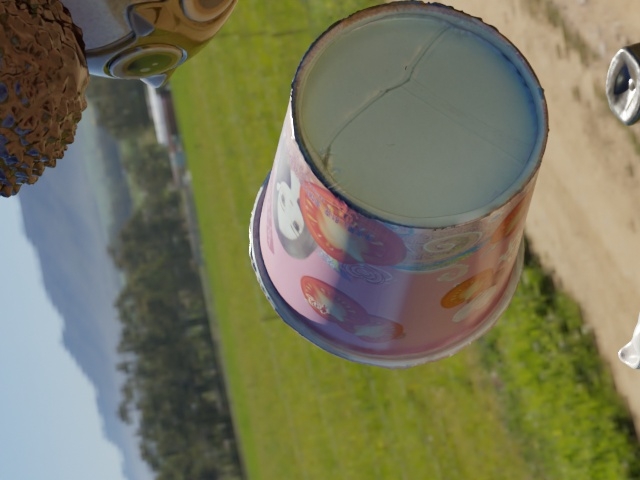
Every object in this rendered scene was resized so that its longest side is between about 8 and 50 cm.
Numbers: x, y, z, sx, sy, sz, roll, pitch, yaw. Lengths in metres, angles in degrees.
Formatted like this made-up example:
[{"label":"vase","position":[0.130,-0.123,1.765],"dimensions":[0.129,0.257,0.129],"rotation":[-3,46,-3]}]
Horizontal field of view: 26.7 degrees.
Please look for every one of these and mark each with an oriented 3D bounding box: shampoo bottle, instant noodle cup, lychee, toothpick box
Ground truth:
[{"label":"shampoo bottle","position":[0.559,-0.243,1.828],"dimensions":[0.126,0.350,0.084],"rotation":[96,153,-49]},{"label":"instant noodle cup","position":[0.067,-0.048,1.075],"dimensions":[0.231,0.242,0.243],"rotation":[100,158,-65]},{"label":"lychee","position":[-0.429,-0.196,1.642],"dimensions":[0.306,0.306,0.330],"rotation":[-113,37,-58]},{"label":"toothpick box","position":[-0.312,-0.443,1.990],"dimensions":[0.425,0.409,0.409],"rotation":[29,-151,-36]}]

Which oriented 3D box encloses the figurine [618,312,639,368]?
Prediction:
[{"label":"figurine","position":[0.370,0.093,1.336],"dimensions":[0.155,0.127,0.236],"rotation":[-94,17,-44]}]
